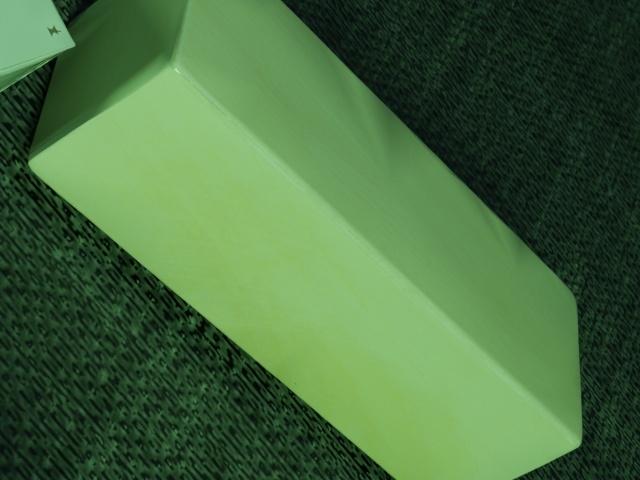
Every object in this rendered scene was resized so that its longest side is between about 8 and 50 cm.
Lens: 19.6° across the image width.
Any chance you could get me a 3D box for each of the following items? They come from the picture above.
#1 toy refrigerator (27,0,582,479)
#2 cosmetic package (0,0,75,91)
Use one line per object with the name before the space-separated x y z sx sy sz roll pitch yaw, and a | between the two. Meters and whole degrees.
toy refrigerator | 0.000 0.000 0.822 0.269 0.094 0.102 43 33 -29
cosmetic package | -0.190 -0.149 0.658 0.060 0.099 0.239 -31 94 -56
